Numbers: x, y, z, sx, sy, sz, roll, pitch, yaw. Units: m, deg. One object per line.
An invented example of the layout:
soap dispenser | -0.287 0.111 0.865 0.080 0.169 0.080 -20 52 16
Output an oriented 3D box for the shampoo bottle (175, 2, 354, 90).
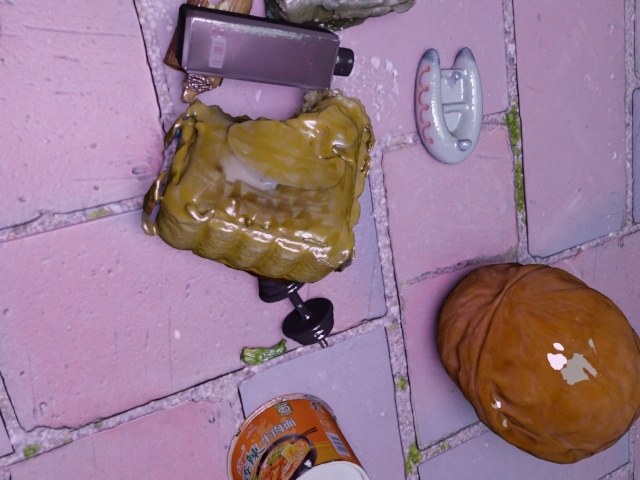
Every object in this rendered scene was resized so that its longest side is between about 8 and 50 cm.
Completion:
shampoo bottle | -0.070 -0.263 0.785 0.245 0.079 0.080 1 119 -23

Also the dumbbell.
dumbbell | -0.040 0.102 0.956 0.099 0.099 0.209 -36 113 -14

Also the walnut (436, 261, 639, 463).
walnut | 0.393 0.217 1.039 0.308 0.353 0.398 -54 125 -23

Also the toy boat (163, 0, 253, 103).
toy boat | -0.161 -0.309 0.825 0.088 0.068 0.226 21 93 -21

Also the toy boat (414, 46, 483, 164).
toy boat | 0.239 -0.241 1.025 0.134 0.078 0.208 -9 103 -26

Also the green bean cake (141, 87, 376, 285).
green bean cake | -0.073 -0.108 0.819 0.309 0.202 0.285 16 69 -19

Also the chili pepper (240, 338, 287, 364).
chili pepper | -0.098 0.196 0.989 0.091 0.030 0.034 -7 79 -26

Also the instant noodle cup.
instant noodle cup | -0.027 0.411 0.985 0.230 0.182 0.231 -6 105 -25

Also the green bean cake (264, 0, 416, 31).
green bean cake | 0.021 -0.450 0.848 0.241 0.132 0.255 -15 107 -25
